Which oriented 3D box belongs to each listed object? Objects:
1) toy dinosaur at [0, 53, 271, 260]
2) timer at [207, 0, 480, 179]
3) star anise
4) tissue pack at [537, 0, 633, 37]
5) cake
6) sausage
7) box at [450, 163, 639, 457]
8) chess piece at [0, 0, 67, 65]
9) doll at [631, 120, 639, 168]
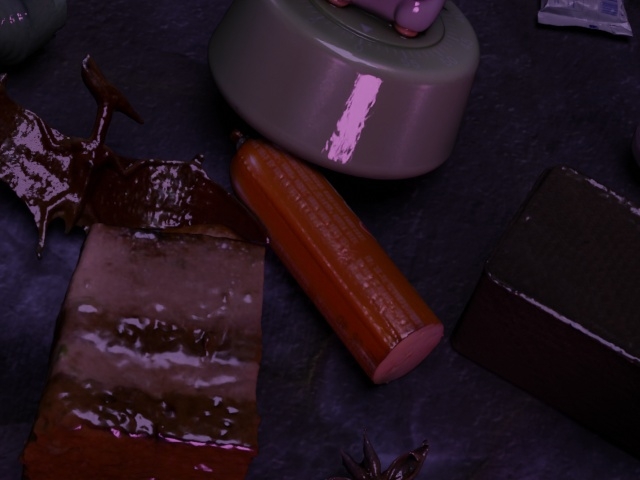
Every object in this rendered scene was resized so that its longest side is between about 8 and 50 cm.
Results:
[{"bbox_3d":[-0.215,-0.064,1.594,0.327,0.113,0.206,46,69,-14],"label":"toy dinosaur"},{"bbox_3d":[0.065,-0.267,1.662,0.290,0.315,0.291,17,36,-13],"label":"timer"},{"bbox_3d":[0.040,0.239,1.506,0.129,0.056,0.124,3,75,-9],"label":"star anise"},{"bbox_3d":[0.325,-0.335,2.001,0.122,0.026,0.193,9,54,-9],"label":"tissue pack"},{"bbox_3d":[-0.155,0.100,1.464,0.198,0.196,0.293,9,55,-6],"label":"cake"},{"bbox_3d":[0.000,0.000,1.641,0.093,0.093,0.312,-25,64,-28],"label":"sausage"},{"bbox_3d":[0.298,0.076,1.634,0.273,0.143,0.184,30,54,8],"label":"box"},{"bbox_3d":[-0.395,-0.197,1.633,0.194,0.195,0.299,36,46,12],"label":"chess piece"},{"bbox_3d":[0.460,-0.165,1.876,0.160,0.094,0.365,23,53,-1],"label":"doll"}]
